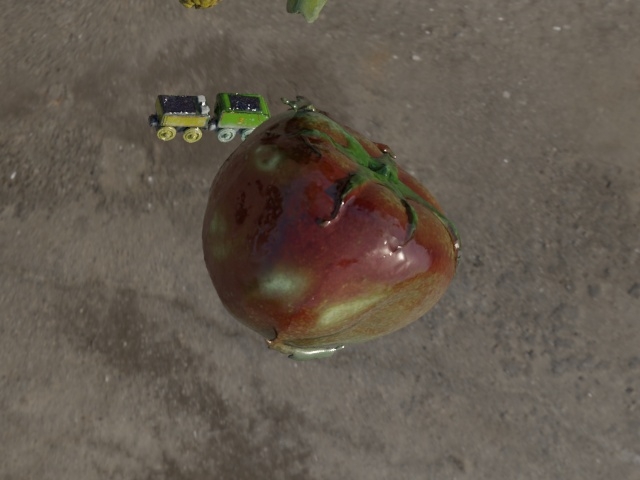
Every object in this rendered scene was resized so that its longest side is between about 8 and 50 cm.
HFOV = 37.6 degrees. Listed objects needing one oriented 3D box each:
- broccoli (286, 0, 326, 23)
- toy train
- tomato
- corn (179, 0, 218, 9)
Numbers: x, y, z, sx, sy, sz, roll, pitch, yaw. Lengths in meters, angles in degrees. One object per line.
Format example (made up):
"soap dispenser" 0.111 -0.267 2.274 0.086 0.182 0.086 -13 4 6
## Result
"broccoli" 0.041 -0.487 1.246 0.253 0.186 0.302 -15 136 -2
"toy train" -0.181 -0.205 1.550 0.202 0.060 0.081 -1 143 -25
"tomato" 0.000 0.000 1.097 0.303 0.303 0.239 33 111 -19
"corn" -0.173 -0.417 1.219 0.080 0.080 0.231 -13 106 -6
